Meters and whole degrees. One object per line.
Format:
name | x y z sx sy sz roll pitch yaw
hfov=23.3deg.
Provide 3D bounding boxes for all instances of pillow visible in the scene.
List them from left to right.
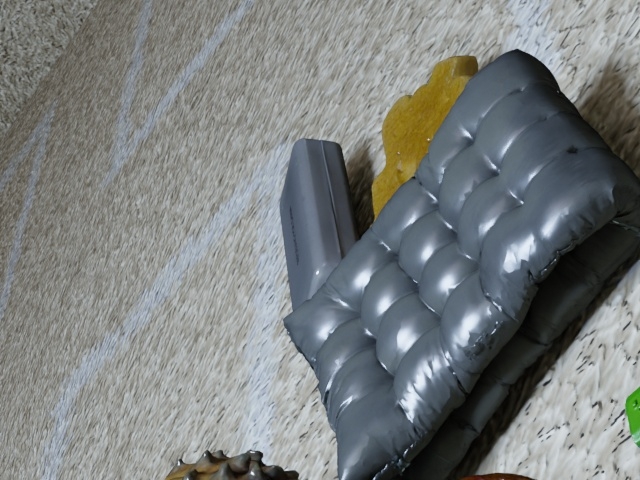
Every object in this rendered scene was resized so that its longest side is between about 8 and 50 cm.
pillow | 0.106 0.032 1.201 0.326 0.101 0.228 -51 34 18

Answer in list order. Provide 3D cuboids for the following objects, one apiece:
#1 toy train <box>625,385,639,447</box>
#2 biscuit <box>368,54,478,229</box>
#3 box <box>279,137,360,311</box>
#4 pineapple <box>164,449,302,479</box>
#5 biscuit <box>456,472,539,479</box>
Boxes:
toy train | 0.264 0.055 0.926 0.209 0.042 0.044 -49 27 33
biscuit | 0.099 -0.057 1.421 0.212 0.041 0.238 0 72 66
box | 0.000 0.000 1.529 0.243 0.055 0.103 -98 19 -55
pineapple | -0.011 0.273 1.184 0.361 0.175 0.175 21 85 52
biscuit | 0.109 0.242 0.984 0.192 0.049 0.192 -13 63 27
